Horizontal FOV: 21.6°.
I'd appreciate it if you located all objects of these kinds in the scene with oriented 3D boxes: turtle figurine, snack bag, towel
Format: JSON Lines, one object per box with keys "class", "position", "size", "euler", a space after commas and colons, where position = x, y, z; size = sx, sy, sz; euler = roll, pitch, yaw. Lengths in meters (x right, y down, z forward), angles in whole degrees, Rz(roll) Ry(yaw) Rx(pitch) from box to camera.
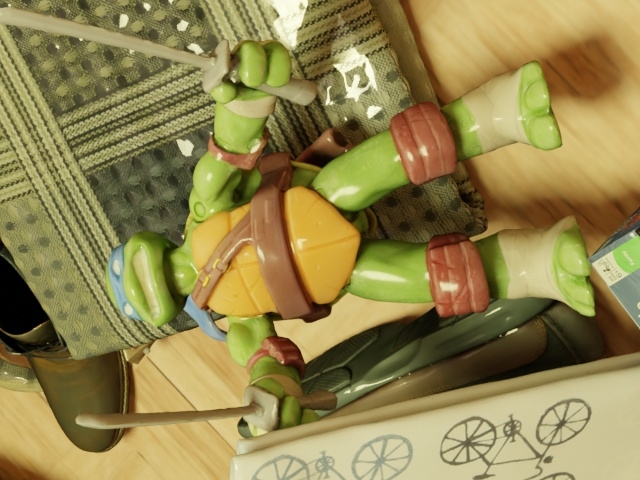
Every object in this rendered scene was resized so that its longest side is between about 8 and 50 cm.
{"class": "turtle figurine", "position": [0.000, 0.000, 0.869], "size": [0.266, 0.198, 0.275], "euler": [-13, 152, 6]}
{"class": "snack bag", "position": [0.097, 0.221, 0.950], "size": [0.037, 0.323, 0.343], "euler": [-130, 36, -52]}
{"class": "towel", "position": [-0.095, -0.105, 1.022], "size": [0.312, 0.056, 0.324], "euler": [-19, 106, 26]}

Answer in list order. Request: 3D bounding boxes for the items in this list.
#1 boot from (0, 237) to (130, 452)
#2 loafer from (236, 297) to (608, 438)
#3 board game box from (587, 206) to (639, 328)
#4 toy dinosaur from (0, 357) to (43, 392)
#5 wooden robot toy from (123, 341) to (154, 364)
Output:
{"class": "boot", "position": [-0.197, 0.071, 1.179], "size": [0.082, 0.106, 0.219], "euler": [-7, 110, 17]}
{"class": "loafer", "position": [0.058, 0.095, 1.037], "size": [0.267, 0.096, 0.084], "euler": [-29, 101, 39]}
{"class": "board game box", "position": [0.235, 0.054, 0.859], "size": [0.201, 0.136, 0.035], "euler": [53, 132, 0]}
{"class": "toy dinosaur", "position": [-0.307, 0.079, 1.304], "size": [0.268, 0.064, 0.118], "euler": [32, 122, 13]}
{"class": "wooden robot toy", "position": [-0.127, -0.001, 1.146], "size": [0.079, 0.076, 0.173], "euler": [-20, 104, 4]}
